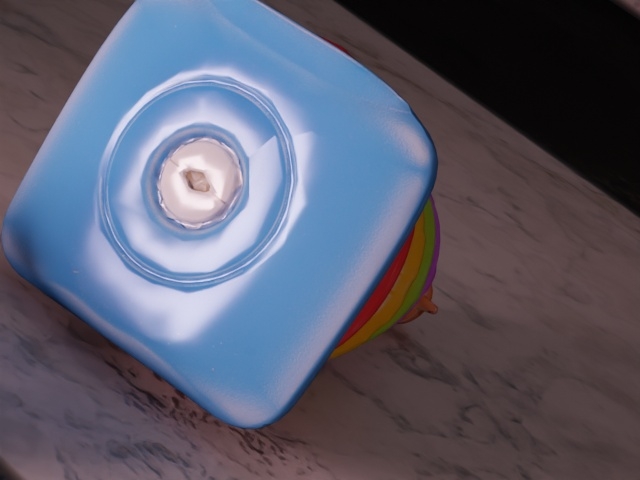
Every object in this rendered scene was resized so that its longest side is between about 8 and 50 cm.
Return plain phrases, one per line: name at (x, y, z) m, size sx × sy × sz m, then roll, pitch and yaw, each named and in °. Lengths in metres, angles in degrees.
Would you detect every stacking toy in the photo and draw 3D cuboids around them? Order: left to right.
stacking toy at (0.000, 0.000, 0.990) m, size 0.175 × 0.165 × 0.302 m, roll 34°, pitch 3°, yaw 23°
